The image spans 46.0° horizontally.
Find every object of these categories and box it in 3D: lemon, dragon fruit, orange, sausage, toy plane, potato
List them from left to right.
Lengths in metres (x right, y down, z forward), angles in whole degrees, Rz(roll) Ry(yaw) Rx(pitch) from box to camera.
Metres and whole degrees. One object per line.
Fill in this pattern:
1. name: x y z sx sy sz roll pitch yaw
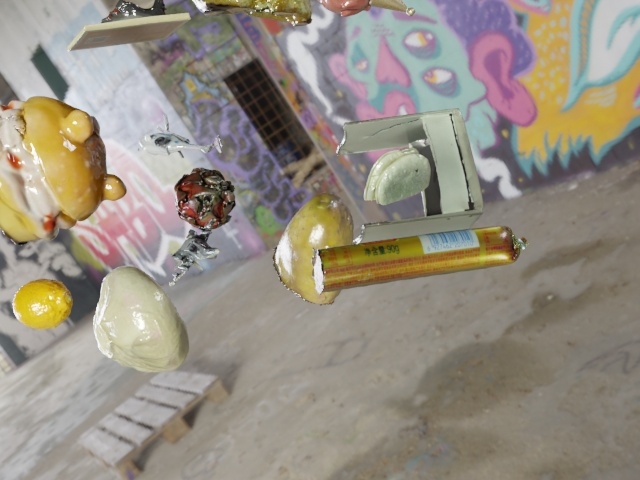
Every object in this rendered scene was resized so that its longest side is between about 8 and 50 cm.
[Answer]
1. lemon: -0.765 0.176 2.094 0.187 0.142 0.142 -9 20 24
2. toy plane: -0.447 -0.291 2.372 0.182 0.273 0.107 101 -166 -52
3. toy plane: -0.285 0.021 1.745 0.192 0.088 0.262 -60 11 -16
4. dragon fruit: -0.316 -0.115 2.061 0.182 0.182 0.189 -44 -15 -45
5. orange: -0.206 -0.756 2.247 0.368 0.210 0.271 -3 9 -23
6. potato: 0.000 0.000 1.951 0.229 0.229 0.266 -42 -17 -40
7. sausage: 0.172 0.024 1.256 0.371 0.082 0.082 -8 7 -9

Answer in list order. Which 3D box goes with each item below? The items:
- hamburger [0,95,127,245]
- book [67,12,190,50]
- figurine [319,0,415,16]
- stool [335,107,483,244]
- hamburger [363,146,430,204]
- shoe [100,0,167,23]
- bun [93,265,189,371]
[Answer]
1. hamburger: -0.516 -0.150 1.434 0.236 0.276 0.276 -20 10 0
2. book: -0.431 -0.467 1.692 0.241 0.018 0.170 -17 6 -30
3. figurine: 0.018 -0.558 1.526 0.207 0.387 0.166 -47 4 24
4. stool: 0.190 -0.133 1.652 0.269 0.244 0.170 -8 -16 -8
5. hamburger: 0.125 -0.110 1.227 0.121 0.054 0.084 -25 -36 -21
6. shoe: -0.486 -0.562 1.918 0.227 0.112 0.099 -7 24 -14
7. bun: -0.540 0.254 2.202 0.213 0.361 0.361 -42 13 -29
